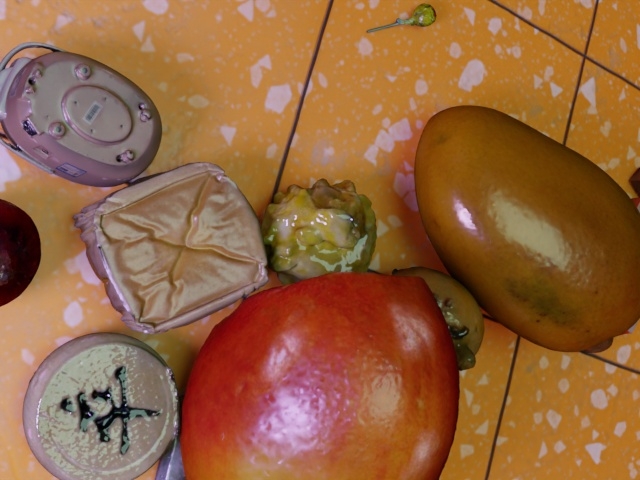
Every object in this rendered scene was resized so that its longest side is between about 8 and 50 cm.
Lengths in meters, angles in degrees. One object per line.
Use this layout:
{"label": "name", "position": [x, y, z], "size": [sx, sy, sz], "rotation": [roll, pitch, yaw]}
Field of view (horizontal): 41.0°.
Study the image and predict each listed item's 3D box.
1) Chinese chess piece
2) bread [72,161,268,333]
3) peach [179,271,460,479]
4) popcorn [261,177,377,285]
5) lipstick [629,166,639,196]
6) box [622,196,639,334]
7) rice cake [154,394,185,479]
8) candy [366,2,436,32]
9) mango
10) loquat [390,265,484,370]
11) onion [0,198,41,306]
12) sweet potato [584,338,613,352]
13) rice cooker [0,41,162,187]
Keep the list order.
{"label": "Chinese chess piece", "position": [-0.266, 0.207, 1.048], "size": [0.188, 0.083, 0.189], "rotation": [-1, 91, -30]}
{"label": "bread", "position": [-0.184, 0.008, 1.084], "size": [0.209, 0.109, 0.192], "rotation": [-28, 96, -27]}
{"label": "peach", "position": [0.003, 0.210, 1.062], "size": [0.242, 0.306, 0.381], "rotation": [21, 82, -54]}
{"label": "popcorn", "position": [-0.007, -0.001, 1.175], "size": [0.173, 0.142, 0.174], "rotation": [-17, 122, -30]}
{"label": "lipstick", "position": [0.627, -0.070, 1.571], "size": [0.045, 0.045, 0.145], "rotation": [-45, 110, -20]}
{"label": "box", "position": [0.544, 0.048, 1.520], "size": [0.123, 0.050, 0.229], "rotation": [39, 72, -21]}
{"label": "rice cake", "position": [-0.196, 0.304, 1.106], "size": [0.034, 0.043, 0.211], "rotation": [17, 81, -32]}
{"label": "candy", "position": [0.123, -0.336, 1.313], "size": [0.122, 0.035, 0.035], "rotation": [-19, 110, -18]}
{"label": "mango", "position": [0.319, -0.022, 1.299], "size": [0.445, 0.232, 0.300], "rotation": [43, 63, -15]}
{"label": "loquat", "position": [0.155, 0.121, 1.224], "size": [0.172, 0.204, 0.149], "rotation": [31, 95, -36]}
{"label": "onion", "position": [-0.381, 0.017, 0.968], "size": [0.131, 0.131, 0.131], "rotation": [1, 88, -29]}
{"label": "sweet potato", "position": [0.430, 0.145, 1.446], "size": [0.226, 0.068, 0.068], "rotation": [22, 78, -26]}
{"label": "rice cooker", "position": [-0.288, -0.146, 1.021], "size": [0.206, 0.127, 0.145], "rotation": [29, 74, -34]}
